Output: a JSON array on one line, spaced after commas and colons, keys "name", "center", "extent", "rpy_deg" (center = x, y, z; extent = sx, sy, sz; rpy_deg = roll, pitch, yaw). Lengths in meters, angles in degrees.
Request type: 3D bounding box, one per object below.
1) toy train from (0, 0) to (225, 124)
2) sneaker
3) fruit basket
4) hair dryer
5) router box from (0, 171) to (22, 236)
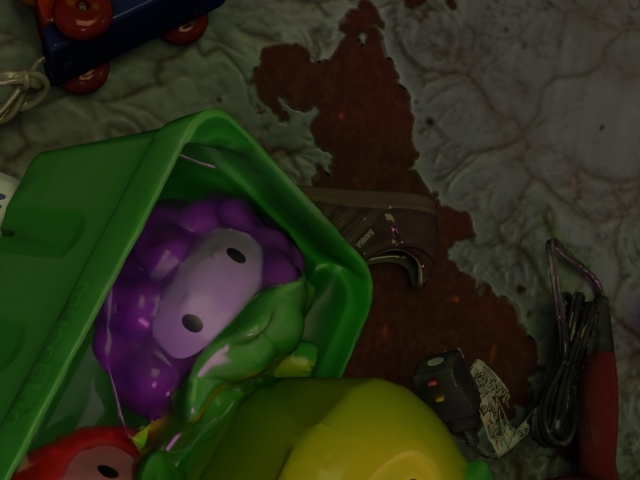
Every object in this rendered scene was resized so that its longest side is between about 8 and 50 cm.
[{"name": "toy train", "center": [-0.202, -0.183, 1.133], "extent": [0.248, 0.105, 0.143], "rpy_deg": [-29, 76, -18]}, {"name": "sneaker", "center": [0.000, 0.000, 1.158], "extent": [0.188, 0.066, 0.071], "rpy_deg": [0, 79, -14]}, {"name": "fruit basket", "center": [-0.060, 0.137, 0.963], "extent": [0.283, 0.392, 0.392], "rpy_deg": [46, 64, -48]}, {"name": "hair dryer", "center": [0.210, 0.156, 1.154], "extent": [0.223, 0.080, 0.294], "rpy_deg": [-35, 100, -38]}, {"name": "router box", "center": [-0.393, 0.063, 1.033], "extent": [0.301, 0.082, 0.335], "rpy_deg": [23, 73, -9]}]
